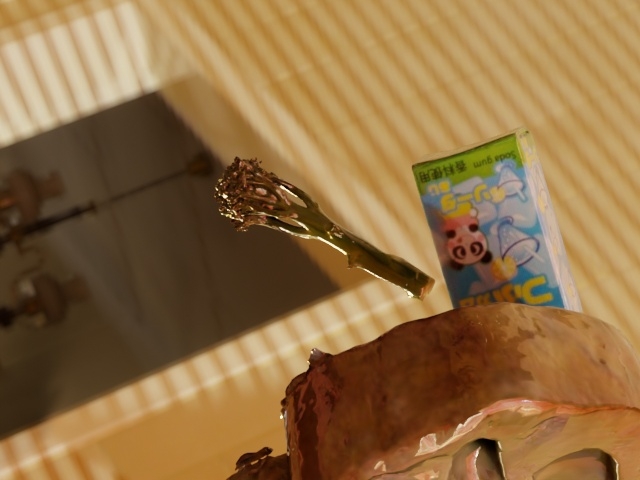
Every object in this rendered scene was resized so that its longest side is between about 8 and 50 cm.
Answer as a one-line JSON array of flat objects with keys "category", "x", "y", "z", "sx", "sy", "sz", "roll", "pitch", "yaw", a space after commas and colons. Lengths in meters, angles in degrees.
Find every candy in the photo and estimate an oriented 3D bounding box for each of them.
[{"category": "candy", "x": 0.151, "y": 0.012, "z": 1.385, "sx": 0.062, "sy": 0.097, "sz": 0.194, "roll": -29, "pitch": 102, "yaw": -73}]

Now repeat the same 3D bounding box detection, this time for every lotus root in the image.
[{"category": "lotus root", "x": 0.102, "y": 0.193, "z": 1.221, "sx": 0.390, "sy": 0.375, "sz": 0.111, "roll": 115, "pitch": -36, "yaw": -44}]

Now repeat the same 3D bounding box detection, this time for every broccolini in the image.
[{"category": "broccolini", "x": 0.000, "y": 0.000, "z": 1.505, "sx": 0.216, "sy": 0.058, "sz": 0.067, "roll": 34, "pitch": -31, "yaw": 7}]
